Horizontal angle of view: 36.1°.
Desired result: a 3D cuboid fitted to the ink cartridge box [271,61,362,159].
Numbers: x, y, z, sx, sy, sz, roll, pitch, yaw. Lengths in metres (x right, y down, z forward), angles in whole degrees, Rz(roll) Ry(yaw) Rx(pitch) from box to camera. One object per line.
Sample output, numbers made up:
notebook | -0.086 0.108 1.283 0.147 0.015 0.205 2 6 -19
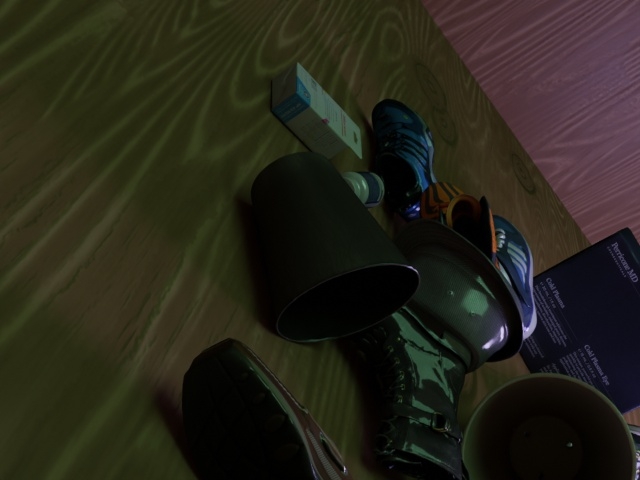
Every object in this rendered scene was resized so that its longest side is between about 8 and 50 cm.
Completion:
ink cartridge box | -0.006 -0.212 1.723 0.181 0.061 0.104 43 28 -30

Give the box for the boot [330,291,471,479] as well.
boot | 0.105 0.207 1.358 0.263 0.091 0.229 26 46 -9

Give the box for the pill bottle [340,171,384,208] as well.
pill bottle | 0.060 -0.086 1.689 0.067 0.067 0.120 62 23 8

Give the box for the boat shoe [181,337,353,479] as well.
boat shoe | -0.036 0.247 1.047 0.324 0.122 0.120 62 17 -12

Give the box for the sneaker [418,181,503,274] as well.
sneaker | 0.247 -0.035 1.702 0.321 0.124 0.180 -111 -176 -47

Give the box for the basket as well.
basket | 0.000 0.000 1.349 0.154 0.204 0.227 91 -20 -53

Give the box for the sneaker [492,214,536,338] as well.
sneaker | 0.341 0.034 2.018 0.236 0.130 0.323 41 34 -44

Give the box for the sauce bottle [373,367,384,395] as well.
sauce bottle | 0.102 0.197 1.455 0.042 0.042 0.128 22 44 -54

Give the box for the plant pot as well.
plant pot | 0.363 0.347 1.586 0.256 0.256 0.274 64 7 13

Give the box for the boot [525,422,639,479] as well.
boot | 0.544 0.473 1.823 0.377 0.138 0.284 27 37 -27

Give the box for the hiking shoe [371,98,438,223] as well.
hiking shoe | 0.161 -0.171 1.936 0.132 0.113 0.304 27 38 -51

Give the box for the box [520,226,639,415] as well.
box | 0.602 0.196 2.109 0.343 0.312 0.179 62 23 8

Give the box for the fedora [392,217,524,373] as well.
fedora | 0.191 0.112 1.581 0.275 0.244 0.124 48 55 1

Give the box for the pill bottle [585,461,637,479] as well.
pill bottle | 0.498 0.398 1.685 0.087 0.087 0.160 47 35 -23
